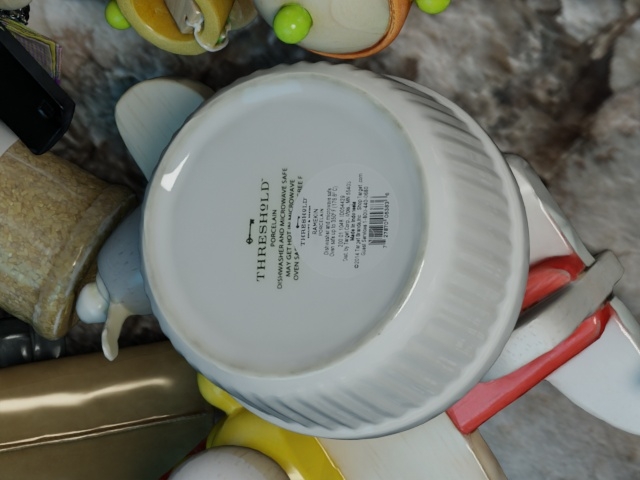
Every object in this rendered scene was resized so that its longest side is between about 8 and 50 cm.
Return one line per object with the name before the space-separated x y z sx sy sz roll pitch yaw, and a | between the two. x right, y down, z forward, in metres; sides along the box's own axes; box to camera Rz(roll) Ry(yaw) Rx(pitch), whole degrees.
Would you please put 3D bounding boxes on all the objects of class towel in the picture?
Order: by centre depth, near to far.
towel | -0.201 -0.116 1.328 0.060 0.009 0.083 25 144 8

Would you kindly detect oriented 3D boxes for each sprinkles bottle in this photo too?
sprinkles bottle | -0.305 -0.065 1.370 0.355 0.121 0.121 29 144 4

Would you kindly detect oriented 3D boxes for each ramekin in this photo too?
ramekin | 0.000 0.000 1.073 0.207 0.207 0.109 13 174 24

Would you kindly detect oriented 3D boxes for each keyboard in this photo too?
keyboard | -0.222 -0.148 1.287 0.192 0.038 0.100 47 146 -4

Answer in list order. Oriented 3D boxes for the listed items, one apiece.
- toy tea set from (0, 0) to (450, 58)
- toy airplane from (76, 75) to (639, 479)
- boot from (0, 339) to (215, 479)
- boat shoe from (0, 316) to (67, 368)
toy tea set | -0.086 -0.165 1.085 0.336 0.124 0.200 -15 124 45
toy airplane | 0.021 0.121 1.216 0.386 0.272 0.384 23 128 32
boot | -0.215 0.099 1.444 0.269 0.089 0.236 -6 122 -12
boat shoe | -0.191 0.188 1.601 0.113 0.127 0.340 -23 120 -1
